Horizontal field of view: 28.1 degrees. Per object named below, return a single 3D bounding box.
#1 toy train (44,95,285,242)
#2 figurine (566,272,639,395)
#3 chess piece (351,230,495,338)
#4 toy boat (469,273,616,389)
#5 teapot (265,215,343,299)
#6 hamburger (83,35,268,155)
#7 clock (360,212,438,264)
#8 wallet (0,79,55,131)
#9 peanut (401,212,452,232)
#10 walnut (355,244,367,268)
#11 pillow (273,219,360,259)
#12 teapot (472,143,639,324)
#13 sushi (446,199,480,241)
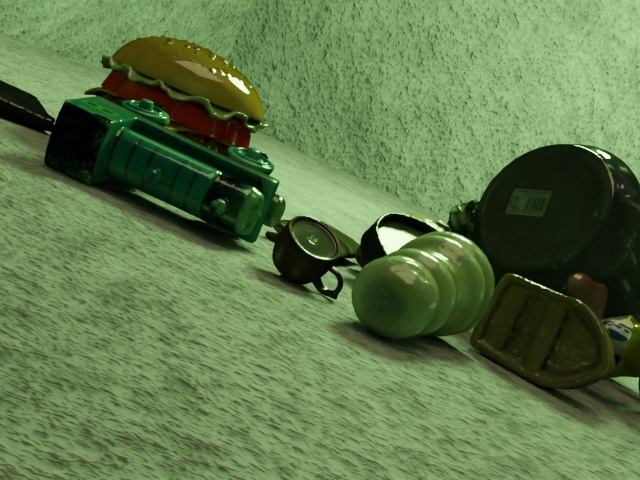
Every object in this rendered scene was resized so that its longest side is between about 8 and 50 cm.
[{"bbox_3d":[-0.194,-0.092,1.652,0.298,0.120,0.194,25,14,10],"label":"toy train"},{"bbox_3d":[0.481,0.169,1.755,0.421,0.154,0.193,20,2,-40],"label":"figurine"},{"bbox_3d":[0.114,0.058,1.501,0.133,0.133,0.243,26,11,18],"label":"chess piece"},{"bbox_3d":[0.291,0.125,1.596,0.188,0.116,0.061,27,1,40],"label":"toy boat"},{"bbox_3d":[-0.018,0.024,1.547,0.121,0.068,0.076,46,35,10],"label":"teapot"},{"bbox_3d":[-0.216,-0.193,1.923,0.274,0.212,0.274,24,7,-3],"label":"hamburger"},{"bbox_3d":[0.142,0.034,1.806,0.185,0.040,0.184,28,30,-18],"label":"clock"},{"bbox_3d":[-0.553,-0.242,1.890,0.321,0.044,0.170,24,6,-31],"label":"wallet"},{"bbox_3d":[0.152,0.013,2.060,0.141,0.109,0.159,33,-7,-12],"label":"peanut"},{"bbox_3d":[0.102,0.022,1.907,0.096,0.079,0.082,23,8,-9],"label":"walnut"},{"bbox_3d":[0.000,0.000,1.913,0.113,0.038,0.203,28,8,15],"label":"pillow"},{"bbox_3d":[0.374,0.044,1.890,0.300,0.253,0.344,-15,-40,29],"label":"teapot"},{"bbox_3d":[0.366,0.006,2.225,0.294,0.178,0.352,0,-6,-11],"label":"sushi"}]
